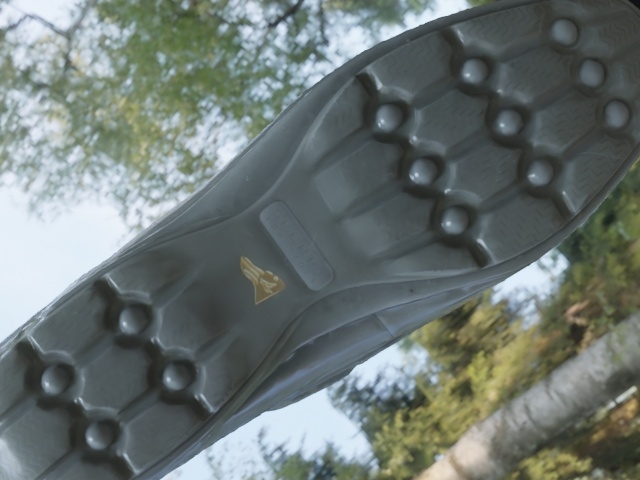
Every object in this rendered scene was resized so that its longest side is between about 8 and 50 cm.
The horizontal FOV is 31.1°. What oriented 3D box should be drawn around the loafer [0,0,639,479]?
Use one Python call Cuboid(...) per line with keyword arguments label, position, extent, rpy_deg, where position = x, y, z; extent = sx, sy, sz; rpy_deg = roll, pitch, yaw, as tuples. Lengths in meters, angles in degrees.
Cuboid(label="loafer", position=(0.000, 0.000, 0.486), extent=(0.112, 0.319, 0.111), rpy_deg=(59, 177, 0))
